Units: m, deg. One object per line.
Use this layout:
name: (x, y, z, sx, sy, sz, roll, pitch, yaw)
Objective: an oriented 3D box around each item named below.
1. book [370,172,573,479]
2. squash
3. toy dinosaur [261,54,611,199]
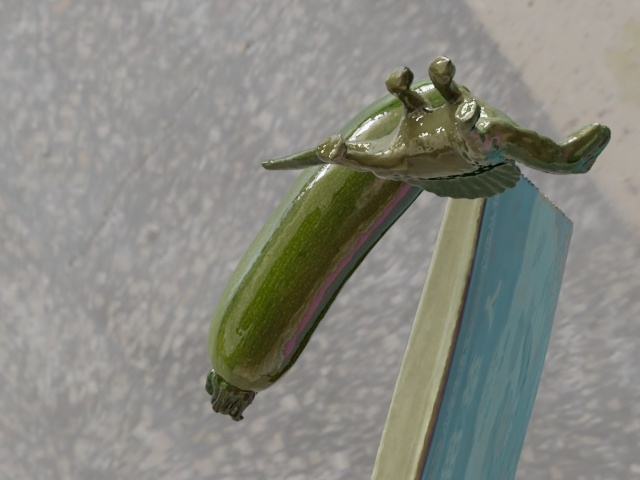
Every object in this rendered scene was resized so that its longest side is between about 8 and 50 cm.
book: (0.125, 0.104, 1.308, 0.039, 0.428, 0.300, 14, 89, 16)
squash: (0.000, 0.000, 1.032, 0.069, 0.069, 0.258, 37, 101, -1)
toy dinosaur: (0.031, -0.026, 0.543, 0.060, 0.120, 0.029, 38, 50, -40)
